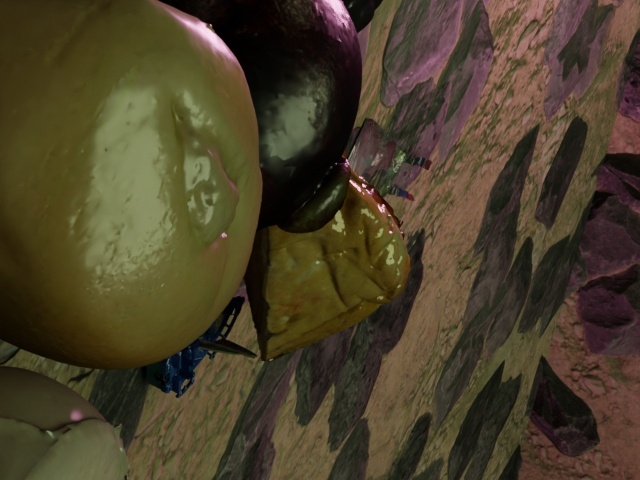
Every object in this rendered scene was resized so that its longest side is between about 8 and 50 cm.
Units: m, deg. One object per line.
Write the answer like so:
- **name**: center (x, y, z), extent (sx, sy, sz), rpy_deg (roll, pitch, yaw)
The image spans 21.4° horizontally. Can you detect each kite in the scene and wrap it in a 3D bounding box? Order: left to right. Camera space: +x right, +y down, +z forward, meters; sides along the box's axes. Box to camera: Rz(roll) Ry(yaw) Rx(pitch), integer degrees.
- **kite**: center (0.094, -0.080, 2.574), extent (0.360, 0.022, 0.204), rpy_deg (-2, 114, -68)

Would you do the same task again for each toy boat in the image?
- **toy boat**: center (-0.128, 0.128, 2.087), extent (0.175, 0.110, 0.091), rpy_deg (-51, 155, -42)

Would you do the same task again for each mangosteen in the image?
- **mangosteen**: center (-0.087, -0.128, 1.623), extent (0.297, 0.293, 0.297), rpy_deg (-42, -178, 1)

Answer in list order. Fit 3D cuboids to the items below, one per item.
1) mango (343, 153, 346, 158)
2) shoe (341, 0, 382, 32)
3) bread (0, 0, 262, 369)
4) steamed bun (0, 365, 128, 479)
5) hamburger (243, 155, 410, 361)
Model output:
- **mango**: center (-0.012, -0.093, 2.187), extent (0.178, 0.090, 0.115), rpy_deg (58, 49, -76)
- **shoe**: center (-0.002, -0.298, 1.965), extent (0.137, 0.114, 0.291), rpy_deg (-61, 161, 14)
- **bread**: center (-0.229, -0.072, 1.203), extent (0.253, 0.376, 0.348), rpy_deg (-61, 161, -14)
- **steamed bun**: center (-0.344, 0.280, 1.489), extent (0.374, 0.241, 0.375), rpy_deg (19, 90, -74)
- **hamburger**: center (0.003, 0.001, 2.074), extent (0.209, 0.162, 0.330), rpy_deg (-13, 137, -12)
